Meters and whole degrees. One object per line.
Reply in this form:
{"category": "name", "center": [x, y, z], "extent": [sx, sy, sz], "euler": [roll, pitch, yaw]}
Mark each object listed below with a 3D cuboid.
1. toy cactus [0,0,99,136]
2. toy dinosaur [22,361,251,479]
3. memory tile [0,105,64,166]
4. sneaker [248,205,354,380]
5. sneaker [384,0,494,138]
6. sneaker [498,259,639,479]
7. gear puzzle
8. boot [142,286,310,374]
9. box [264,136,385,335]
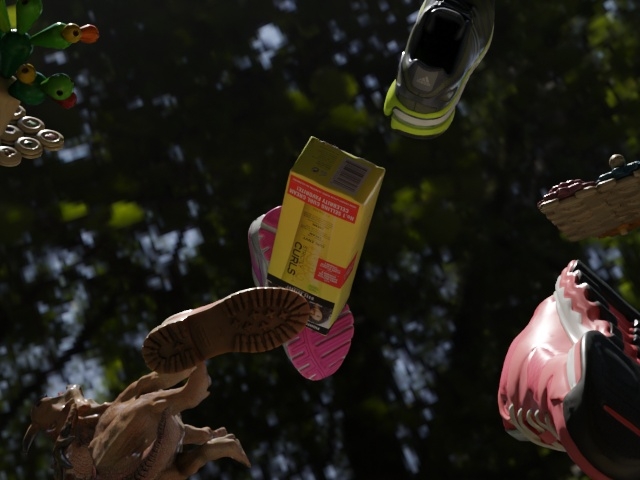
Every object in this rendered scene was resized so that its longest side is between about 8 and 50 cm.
{"category": "toy cactus", "center": [-0.342, -0.201, 1.687], "extent": [0.112, 0.219, 0.181], "euler": [-19, -38, -51]}
{"category": "toy dinosaur", "center": [-0.189, 0.204, 1.486], "extent": [0.200, 0.127, 0.295], "euler": [-24, 7, -10]}
{"category": "memory tile", "center": [-0.416, -0.134, 1.949], "extent": [0.148, 0.113, 0.012], "euler": [-28, -36, -46]}
{"category": "sneaker", "center": [-0.031, 0.067, 2.067], "extent": [0.103, 0.252, 0.111], "euler": [-18, 12, -16]}
{"category": "sneaker", "center": [0.172, -0.272, 1.981], "extent": [0.111, 0.300, 0.121], "euler": [18, -36, 2]}
{"category": "sneaker", "center": [0.211, 0.135, 1.240], "extent": [0.116, 0.314, 0.136], "euler": [40, -71, -8]}
{"category": "gear puzzle", "center": [0.412, -0.055, 2.113], "extent": [0.175, 0.044, 0.339], "euler": [-20, -16, 15]}
{"category": "boot", "center": [-0.086, 0.076, 1.410], "extent": [0.157, 0.059, 0.084], "euler": [-15, 7, 4]}
{"category": "box", "center": [0.000, 0.000, 1.560], "extent": [0.058, 0.087, 0.232], "euler": [-59, -10, -38]}
